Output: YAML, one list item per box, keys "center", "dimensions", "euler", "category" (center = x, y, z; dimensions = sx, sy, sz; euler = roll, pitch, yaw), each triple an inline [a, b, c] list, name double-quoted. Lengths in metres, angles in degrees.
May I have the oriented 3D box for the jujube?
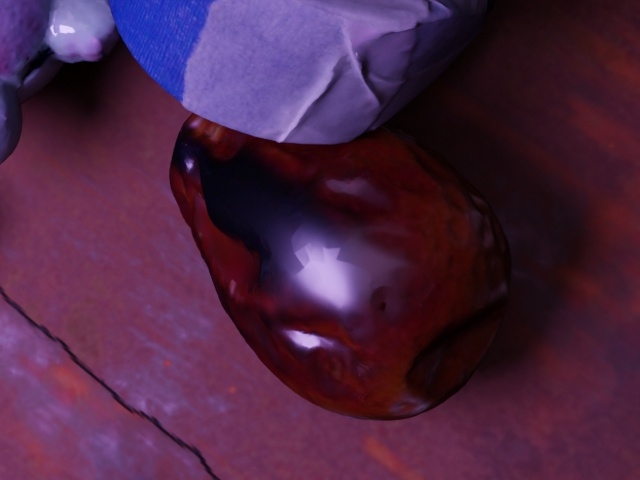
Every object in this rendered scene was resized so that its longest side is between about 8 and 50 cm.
- center: [0.000, 0.000, 0.627]
  dimensions: [0.236, 0.168, 0.168]
  euler: [37, 88, 29]
  category: "jujube"

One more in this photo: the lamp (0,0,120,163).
- center: [-0.213, -0.212, 0.647]
  dimensions: [0.247, 0.247, 0.301]
  euler: [40, 81, 9]
  category: "lamp"

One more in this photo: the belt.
- center: [0.011, -0.217, 0.585]
  dimensions: [0.212, 0.117, 0.347]
  euler: [25, 55, -11]
  category: "belt"

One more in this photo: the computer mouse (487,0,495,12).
- center: [0.045, -0.143, 0.683]
  dimensions: [0.172, 0.057, 0.099]
  euler: [-36, 69, -10]
  category: "computer mouse"
